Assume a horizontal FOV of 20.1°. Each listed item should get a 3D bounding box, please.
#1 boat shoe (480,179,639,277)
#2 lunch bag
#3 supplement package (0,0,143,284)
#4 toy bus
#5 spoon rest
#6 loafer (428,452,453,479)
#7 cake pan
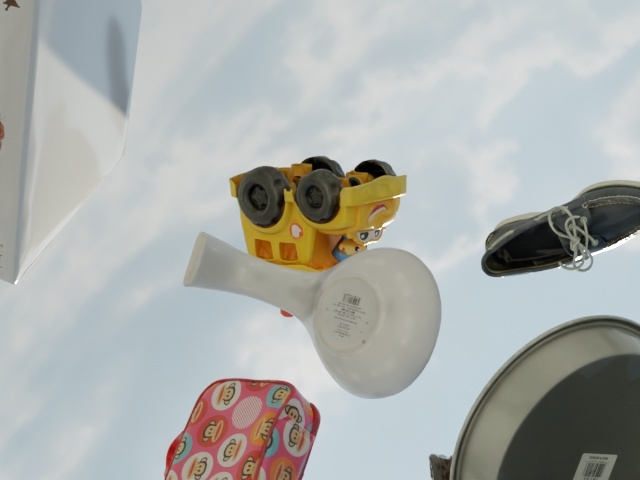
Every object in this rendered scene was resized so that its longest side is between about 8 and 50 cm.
[{"bbox_3d":[0.319,-0.010,2.328,0.255,0.095,0.079,-13,-155,32],"label":"boat shoe"},{"bbox_3d":[-0.154,0.369,2.984,0.258,0.120,0.293,-2,-125,40],"label":"lunch bag"},{"bbox_3d":[-0.223,-0.153,1.153,0.175,0.178,0.293,-59,164,-51],"label":"supplement package"},{"bbox_3d":[0.000,0.000,2.374,0.220,0.211,0.149,4,-170,40],"label":"toy bus"},{"bbox_3d":[0.001,0.055,1.651,0.276,0.084,0.137,19,-89,38],"label":"spoon rest"},{"bbox_3d":[0.203,0.342,2.543,0.078,0.220,0.080,-7,-106,13],"label":"loafer"},{"bbox_3d":[0.270,0.220,1.879,0.293,0.293,0.054,-50,-141,-2],"label":"cake pan"}]
